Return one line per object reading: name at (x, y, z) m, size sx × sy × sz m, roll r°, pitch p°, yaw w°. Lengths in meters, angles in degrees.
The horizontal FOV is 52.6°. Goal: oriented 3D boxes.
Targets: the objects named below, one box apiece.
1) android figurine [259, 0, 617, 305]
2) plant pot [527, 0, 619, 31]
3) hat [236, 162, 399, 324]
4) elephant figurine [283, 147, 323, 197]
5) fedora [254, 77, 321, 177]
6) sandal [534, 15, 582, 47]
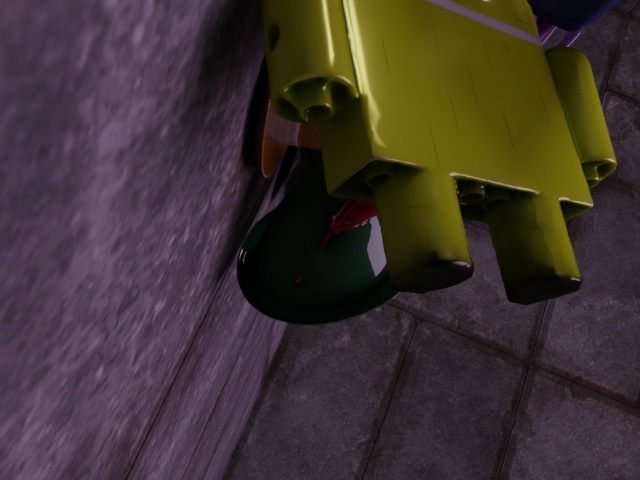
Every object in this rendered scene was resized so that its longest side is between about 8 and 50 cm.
android figurine at (0.075, -0.100, 0.384) m, size 0.056 × 0.248 × 0.273 m, roll -35°, pitch -127°, yaw 50°
plant pot at (0.158, -0.312, 0.431) m, size 0.236 × 0.212 × 0.236 m, roll -43°, pitch 156°, yaw -86°
hat at (0.003, -0.051, 0.554) m, size 0.184 × 0.208 × 0.173 m, roll 73°, pitch -4°, yaw -47°
elephant figurine at (0.030, -0.093, 0.731) m, size 0.169 × 0.186 × 0.239 m, roll -34°, pitch 176°, yaw 16°
fedora at (0.014, -0.131, 0.508) m, size 0.194 × 0.079 × 0.195 m, roll 22°, pitch 90°, yaw -88°
sandal at (0.234, -0.236, 0.682) m, size 0.416 × 0.169 × 0.102 m, roll -50°, pitch -125°, yaw 48°
